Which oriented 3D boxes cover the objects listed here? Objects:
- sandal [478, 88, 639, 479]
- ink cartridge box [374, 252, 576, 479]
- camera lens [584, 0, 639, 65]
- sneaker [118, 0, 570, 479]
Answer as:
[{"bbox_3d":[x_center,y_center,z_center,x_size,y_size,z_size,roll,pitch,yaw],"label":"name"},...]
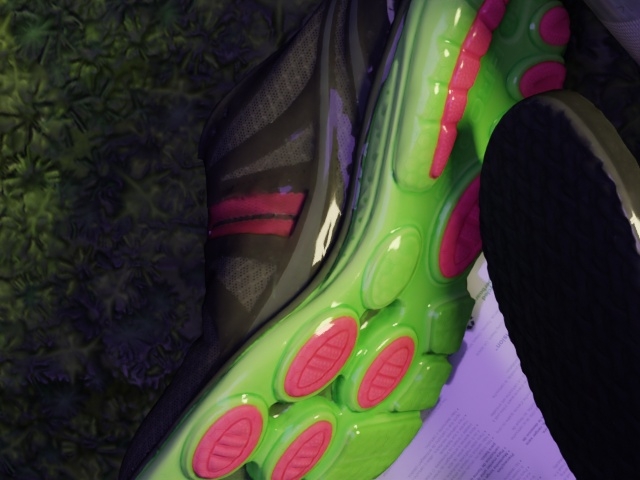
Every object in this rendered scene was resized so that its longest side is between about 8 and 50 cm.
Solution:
[{"bbox_3d":[0.226,0.107,0.821,0.107,0.167,0.446,-28,98,-26],"label":"sandal"},{"bbox_3d":[0.143,0.149,0.934,0.224,0.045,0.223,40,104,11],"label":"ink cartridge box"},{"bbox_3d":[0.264,-0.182,0.746,0.219,0.219,0.274,-41,107,16],"label":"camera lens"},{"bbox_3d":[0.000,0.000,0.907,0.202,0.185,0.483,28,88,49],"label":"sneaker"}]
